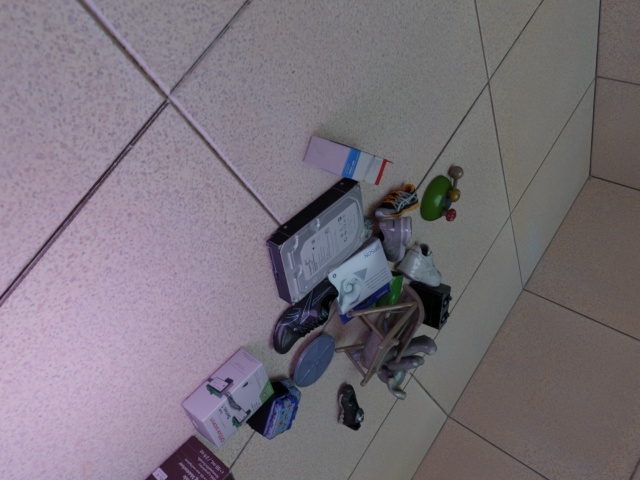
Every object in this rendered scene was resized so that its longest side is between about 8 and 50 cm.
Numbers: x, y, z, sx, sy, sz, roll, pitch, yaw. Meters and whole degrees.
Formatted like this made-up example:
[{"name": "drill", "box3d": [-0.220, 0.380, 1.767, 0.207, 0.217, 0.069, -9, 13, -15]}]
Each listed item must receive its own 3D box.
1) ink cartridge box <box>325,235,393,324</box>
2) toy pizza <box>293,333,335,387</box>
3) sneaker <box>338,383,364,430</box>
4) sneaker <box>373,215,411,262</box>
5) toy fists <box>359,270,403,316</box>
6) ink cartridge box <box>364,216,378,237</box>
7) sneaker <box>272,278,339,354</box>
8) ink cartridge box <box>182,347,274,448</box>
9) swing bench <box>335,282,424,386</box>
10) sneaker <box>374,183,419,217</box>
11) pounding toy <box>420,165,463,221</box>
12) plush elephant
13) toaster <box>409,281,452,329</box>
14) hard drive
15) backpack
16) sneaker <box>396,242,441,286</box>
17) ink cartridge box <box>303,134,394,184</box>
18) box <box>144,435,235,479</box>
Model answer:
[{"name": "ink cartridge box", "box3d": [0.130, 0.136, 1.704, 0.223, 0.045, 0.224, -33, 118, -21]}, {"name": "toy pizza", "box3d": [-0.025, 0.401, 1.781, 0.201, 0.032, 0.201, -33, 137, -37]}, {"name": "sneaker", "box3d": [0.130, 0.664, 2.094, 0.078, 0.106, 0.234, -33, 135, -38]}, {"name": "sneaker", "box3d": [0.233, -0.012, 1.785, 0.281, 0.115, 0.105, 92, 4, -64]}, {"name": "toy fists", "box3d": [0.188, 0.186, 1.868, 0.279, 0.096, 0.142, -3, 105, -50]}, {"name": "ink cartridge box", "box3d": [0.159, -0.041, 1.733, 0.115, 0.029, 0.063, 7, 106, -54]}, {"name": "sneaker", "box3d": [-0.046, 0.228, 1.576, 0.267, 0.106, 0.101, -59, 147, -4]}, {"name": "ink cartridge box", "box3d": [-0.247, 0.432, 1.453, 0.219, 0.093, 0.160, -42, 140, -29]}, {"name": "swing bench", "box3d": [0.216, 0.316, 1.783, 0.255, 0.165, 0.253, -22, 147, -30]}, {"name": "sneaker", "box3d": [0.250, -0.128, 1.763, 0.215, 0.084, 0.083, -26, 116, -45]}, {"name": "pounding toy", "box3d": [0.493, -0.159, 2.025, 0.237, 0.110, 0.183, -39, 139, -31]}, {"name": "plush elephant", "box3d": [0.295, 0.453, 2.047, 0.330, 0.272, 0.255, -27, 124, -2]}, {"name": "toaster", "box3d": [0.443, 0.259, 2.192, 0.110, 0.186, 0.168, -22, 120, -48]}, {"name": "hard drive", "box3d": [0.000, 0.000, 1.522, 0.339, 0.064, 0.237, -39, 139, -30]}, {"name": "backpack", "box3d": [-0.127, 0.515, 1.650, 0.173, 0.117, 0.158, -1, 113, -56]}, {"name": "sneaker", "box3d": [0.417, 0.097, 2.089, 0.305, 0.114, 0.152, 18, 98, -56]}, {"name": "ink cartridge box", "box3d": [0.082, -0.210, 1.426, 0.231, 0.134, 0.078, 5, 107, -53]}, {"name": "box", "box3d": [-0.347, 0.679, 1.418, 0.203, 0.168, 0.167, -39, 140, -32]}]
